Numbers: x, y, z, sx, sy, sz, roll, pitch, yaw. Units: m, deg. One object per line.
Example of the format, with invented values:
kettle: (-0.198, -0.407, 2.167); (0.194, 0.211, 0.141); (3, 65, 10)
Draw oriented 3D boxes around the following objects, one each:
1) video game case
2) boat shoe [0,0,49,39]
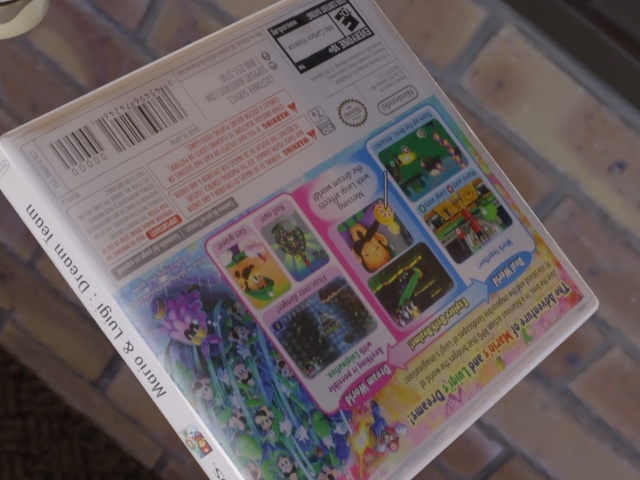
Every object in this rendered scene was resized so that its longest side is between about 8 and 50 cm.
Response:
video game case: (0.000, 0.000, 0.439); (0.157, 0.019, 0.143); (-34, 86, -42)
boat shoe: (-0.306, -0.170, 0.807); (0.302, 0.103, 0.113); (-8, 48, -15)
